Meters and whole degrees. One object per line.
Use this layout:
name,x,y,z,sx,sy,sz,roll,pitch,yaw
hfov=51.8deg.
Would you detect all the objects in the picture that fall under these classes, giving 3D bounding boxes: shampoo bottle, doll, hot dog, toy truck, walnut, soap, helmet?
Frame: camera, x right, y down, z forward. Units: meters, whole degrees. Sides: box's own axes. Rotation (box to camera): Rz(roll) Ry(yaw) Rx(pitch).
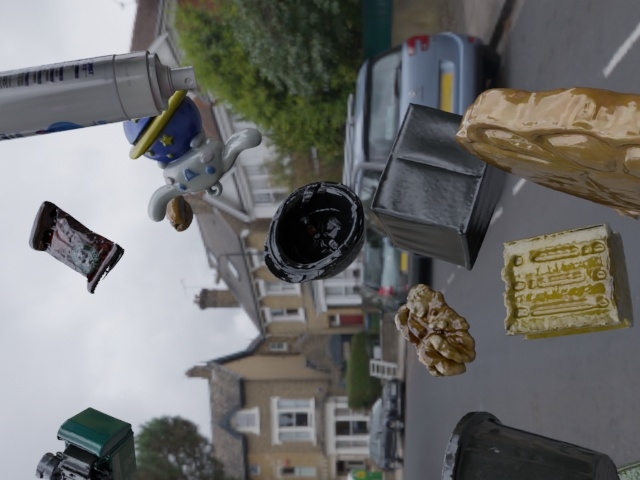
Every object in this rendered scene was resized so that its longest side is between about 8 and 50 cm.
shampoo bottle,-0.316,-0.194,0.877,0.092,0.303,0.092,171,90,-87
doll,-0.303,-0.185,1.347,0.311,0.243,0.159,-48,33,27
hot dog,-0.383,-0.079,1.769,0.090,0.060,0.140,54,-162,-41
toy truck,-0.355,0.374,1.035,0.124,0.114,0.253,-58,-18,-48
walnut,0.194,0.165,1.163,0.170,0.069,0.143,51,137,31
soap,0.704,0.126,1.913,0.156,0.335,0.293,23,-120,-44
helmet,0.000,0.000,1.618,0.278,0.231,0.160,-57,-28,-8

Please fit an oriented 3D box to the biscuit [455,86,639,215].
biscuit,0.293,-0.072,0.641,0.351,0.312,0.057,18,93,56

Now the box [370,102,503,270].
box,0.271,-0.107,1.459,0.345,0.205,0.251,47,-118,-68

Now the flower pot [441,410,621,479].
flower pot,0.273,0.339,0.800,0.269,0.166,0.268,29,-126,-48

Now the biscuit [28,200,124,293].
biscuit,-0.619,0.018,1.661,0.151,0.235,0.063,-57,-4,25

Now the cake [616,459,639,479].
cake,0.780,0.634,1.754,0.158,0.172,0.283,-6,-59,-46

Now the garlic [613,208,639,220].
garlic,0.694,-0.169,1.481,0.110,0.217,0.227,28,106,47
